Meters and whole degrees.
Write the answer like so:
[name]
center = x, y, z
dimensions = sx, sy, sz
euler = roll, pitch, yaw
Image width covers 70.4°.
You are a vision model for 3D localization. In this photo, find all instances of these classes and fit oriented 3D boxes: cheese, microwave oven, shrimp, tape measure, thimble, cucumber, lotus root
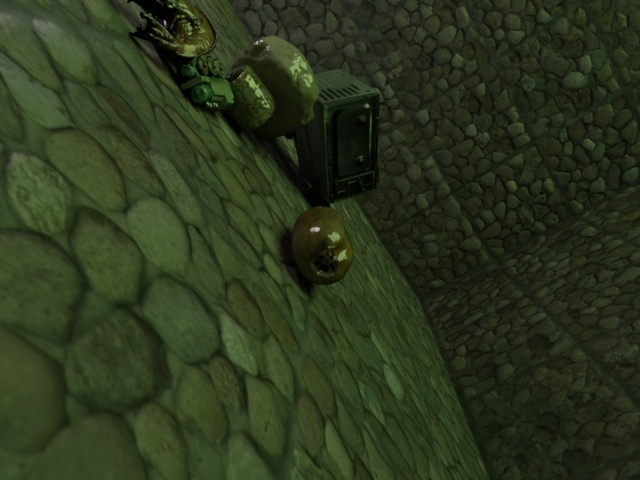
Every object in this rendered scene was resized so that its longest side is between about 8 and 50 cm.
[cheese]
center = -0.147, -0.466, 1.434
dimensions = 0.318, 0.115, 0.326
euler = 33, -36, 23
[microwave oven]
center = 0.064, -0.400, 1.717
dimensions = 0.333, 0.247, 0.394
euler = 51, -28, 45
[shrimp]
center = -0.355, -0.485, 0.984
dimensions = 0.289, 0.075, 0.178
euler = 17, 54, -49
[tape measure]
center = -0.358, -0.497, 1.106
dimensions = 0.125, 0.074, 0.118
euler = 37, 29, -49
[thimble]
center = -0.222, -0.415, 1.322
dimensions = 0.143, 0.137, 0.190
euler = 49, 0, -32
[cucumber]
center = 0.006, -0.157, 1.810
dimensions = 0.116, 0.062, 0.115
euler = 53, 16, -22
[lotus root]
center = 0.000, 0.000, 1.155
dimensions = 0.342, 0.152, 0.169
euler = -98, 170, -73

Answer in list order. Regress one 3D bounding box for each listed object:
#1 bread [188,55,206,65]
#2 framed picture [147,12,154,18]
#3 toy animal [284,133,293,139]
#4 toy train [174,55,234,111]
[bread]
center = -0.380, -0.572, 1.253
dimensions = 0.228, 0.034, 0.228
euler = -24, 90, -82
[framed picture]
center = -0.475, -0.669, 1.203
dimensions = 0.252, 0.014, 0.197
euler = 54, 13, -24
[toy animal]
center = -0.147, -0.443, 1.635
dimensions = 0.225, 0.093, 0.121
euler = 34, 0, 35
[toy train]
center = -0.281, -0.384, 1.120
dimensions = 0.194, 0.081, 0.125
euler = -63, 134, -71
